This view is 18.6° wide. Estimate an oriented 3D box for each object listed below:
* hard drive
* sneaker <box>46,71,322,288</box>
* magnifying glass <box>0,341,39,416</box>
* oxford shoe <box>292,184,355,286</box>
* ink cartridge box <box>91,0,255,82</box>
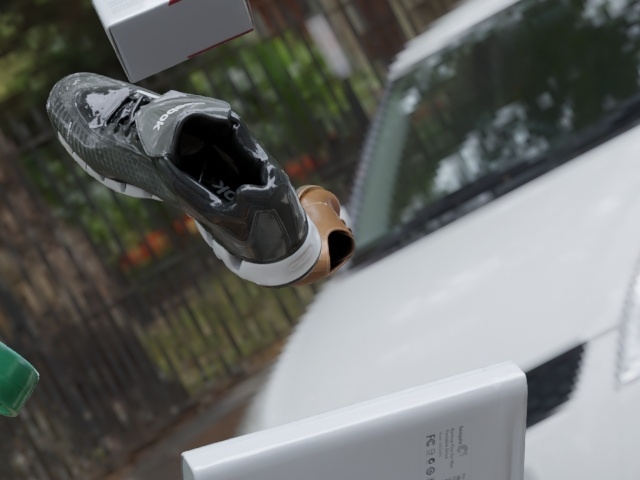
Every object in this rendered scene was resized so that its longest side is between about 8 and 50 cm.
[{"bbox_3d":[0.034,0.230,1.694,0.307,0.203,0.040,-14,34,-19],"label":"hard drive"},{"bbox_3d":[-0.096,-0.065,1.297,0.078,0.234,0.106,-44,-29,-21],"label":"sneaker"},{"bbox_3d":[-0.214,0.005,0.759,0.026,0.231,0.092,-63,-1,-14],"label":"magnifying glass"},{"bbox_3d":[0.000,0.000,1.859,0.076,0.076,0.212,0,19,10],"label":"oxford shoe"},{"bbox_3d":[-0.151,-0.242,1.792,0.127,0.072,0.175,-24,45,-4],"label":"ink cartridge box"}]
